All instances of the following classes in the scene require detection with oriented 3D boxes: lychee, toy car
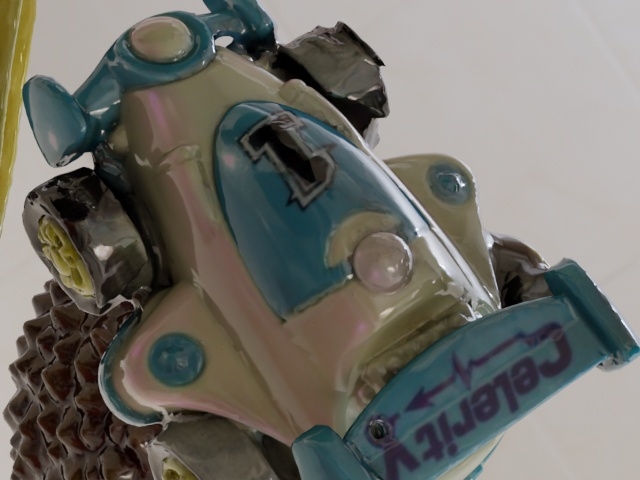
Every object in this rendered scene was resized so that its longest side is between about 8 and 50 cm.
[{"bbox_3d":[-0.053,0.127,1.238,0.306,0.330,0.306,-30,-168,7],"label":"lychee"},{"bbox_3d":[0.000,0.000,0.528,0.126,0.161,0.098,-31,180,-23],"label":"toy car"}]

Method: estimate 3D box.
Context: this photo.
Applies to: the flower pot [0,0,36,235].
[{"bbox_3d":[-0.202,-0.071,0.770,0.179,0.195,0.195,7,-179,-7],"label":"flower pot"}]
